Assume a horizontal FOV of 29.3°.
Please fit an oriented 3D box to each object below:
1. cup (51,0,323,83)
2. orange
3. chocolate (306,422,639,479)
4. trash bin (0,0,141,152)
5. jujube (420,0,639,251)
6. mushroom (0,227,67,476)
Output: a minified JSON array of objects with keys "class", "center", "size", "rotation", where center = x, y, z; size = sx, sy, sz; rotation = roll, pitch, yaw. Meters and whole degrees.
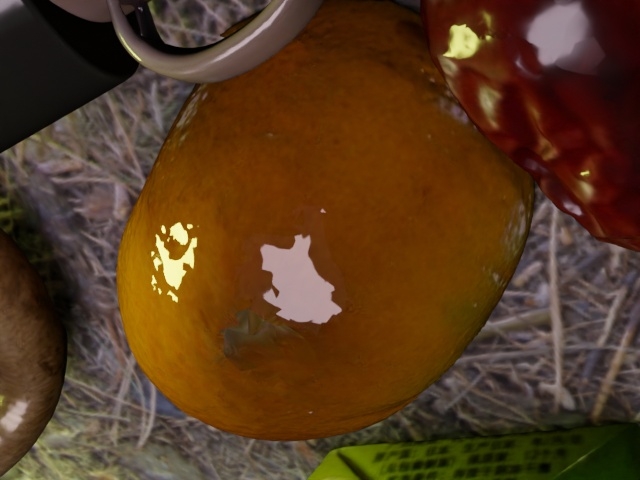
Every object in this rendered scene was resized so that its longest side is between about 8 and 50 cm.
[{"class":"cup","center":[-0.062,-0.212,0.619],"size":[0.200,0.191,0.253],"rotation":[-22,80,22]},{"class":"orange","center":[-0.003,-0.002,0.821],"size":[0.274,0.274,0.310],"rotation":[35,93,-8]},{"class":"chocolate","center":[0.141,0.288,0.937],"size":[0.288,0.137,0.301],"rotation":[-9,117,20]},{"class":"trash bin","center":[-0.290,-0.103,0.727],"size":[0.334,0.214,0.214],"rotation":[-24,113,13]},{"class":"jujube","center":[0.158,-0.092,0.677],"size":[0.155,0.155,0.230],"rotation":[-25,114,28]},{"class":"mushroom","center":[-0.268,0.077,0.920],"size":[0.151,0.156,0.286],"rotation":[3,117,-8]}]
